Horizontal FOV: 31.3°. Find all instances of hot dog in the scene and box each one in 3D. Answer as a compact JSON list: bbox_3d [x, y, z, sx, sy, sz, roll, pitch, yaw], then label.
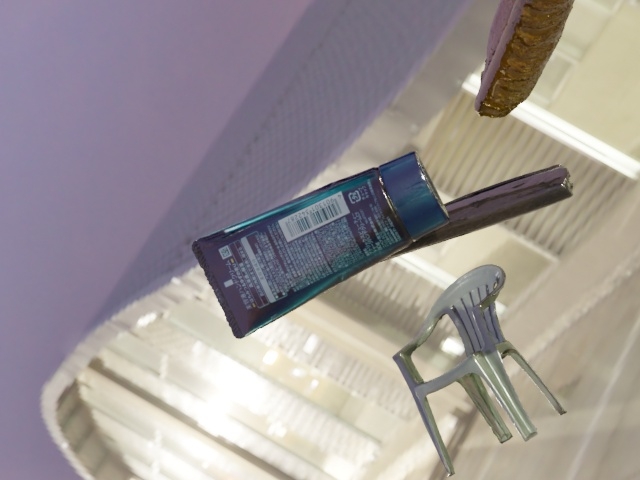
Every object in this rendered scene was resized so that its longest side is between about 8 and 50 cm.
[{"bbox_3d":[0.211,-0.215,1.138,0.289,0.068,0.083,108,173,-64],"label":"hot dog"}]

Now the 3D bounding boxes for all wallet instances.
[{"bbox_3d":[0.148,-0.022,1.379,0.321,0.044,0.170,-19,2,13],"label":"wallet"}]

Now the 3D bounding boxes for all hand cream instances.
[{"bbox_3d":[0.000,0.000,1.230,0.270,0.120,0.061,-26,3,9],"label":"hand cream"}]

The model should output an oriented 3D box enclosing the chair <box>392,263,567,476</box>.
[{"bbox_3d":[0.246,0.193,1.805,0.190,0.275,0.203,-18,-12,-48],"label":"chair"}]
